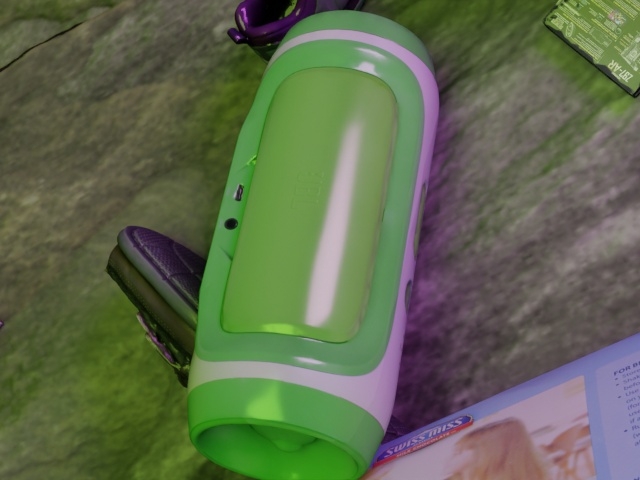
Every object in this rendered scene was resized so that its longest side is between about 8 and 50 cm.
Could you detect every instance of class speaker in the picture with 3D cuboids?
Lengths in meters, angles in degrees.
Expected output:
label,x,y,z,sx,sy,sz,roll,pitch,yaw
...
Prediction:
label,x,y,z,sx,sy,sz,roll,pitch,yaw
speaker,0.000,0.000,0.796,0.131,0.131,0.296,0,59,20

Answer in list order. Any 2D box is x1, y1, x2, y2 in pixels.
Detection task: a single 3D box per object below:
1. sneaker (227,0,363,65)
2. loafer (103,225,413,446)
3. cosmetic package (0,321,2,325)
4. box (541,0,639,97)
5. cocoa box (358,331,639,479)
label,x,y,z,sx,sy,sz,roll,pitch,yaw
sneaker,0.015,-0.222,0.875,0.083,0.098,0.223,31,98,19
loafer,-0.051,0.110,0.878,0.302,0.109,0.095,39,104,15
cosmetic package,-0.385,0.042,1.027,0.239,0.060,0.099,34,98,19
box,0.204,-0.148,0.842,0.083,0.018,0.067,43,101,18
cocoa box,0.143,0.224,0.693,0.347,0.231,0.228,-27,105,17
